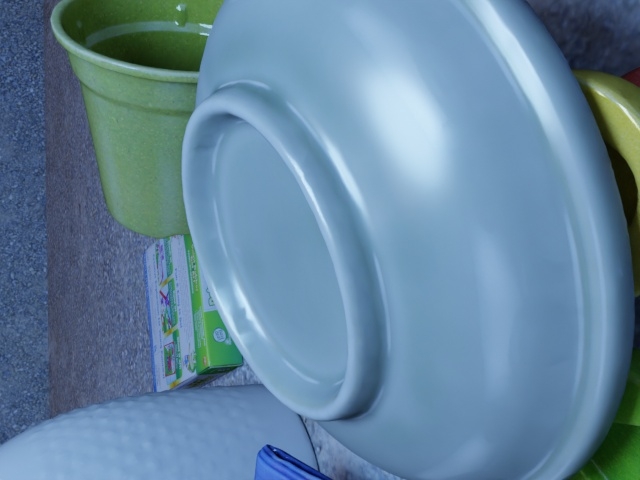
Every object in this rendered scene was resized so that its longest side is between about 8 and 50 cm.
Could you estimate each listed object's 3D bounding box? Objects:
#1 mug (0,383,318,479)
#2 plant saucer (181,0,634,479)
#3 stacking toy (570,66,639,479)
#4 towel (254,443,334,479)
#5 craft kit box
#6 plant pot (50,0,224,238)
[{"bbox_3d":[-0.216,0.354,0.833,0.276,0.328,0.374,48,129,50],"label":"mug"},{"bbox_3d":[0.000,0.000,0.470,0.400,0.100,0.400,39,141,42],"label":"plant saucer"},{"bbox_3d":[0.158,0.042,0.472,0.309,0.130,0.280,-18,95,63],"label":"stacking toy"},{"bbox_3d":[0.009,0.379,0.651,0.243,0.040,0.336,18,105,36],"label":"towel"},{"bbox_3d":[-0.202,0.094,1.098,0.246,0.061,0.250,-38,57,56],"label":"craft kit box"},{"bbox_3d":[-0.180,-0.151,0.900,0.276,0.276,0.254,-122,33,-44],"label":"plant pot"}]
